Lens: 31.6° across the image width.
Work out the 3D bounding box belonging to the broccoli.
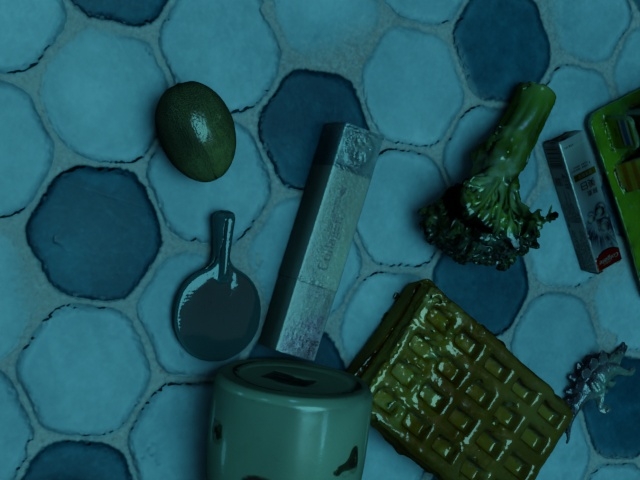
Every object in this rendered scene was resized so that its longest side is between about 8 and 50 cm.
[{"bbox_3d":[0.261,-0.102,1.625,0.165,0.145,0.304,32,69,-14],"label":"broccoli"}]

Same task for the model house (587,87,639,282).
[{"bbox_3d":[0.617,-0.070,1.687,0.242,0.313,0.357,-24,105,-20],"label":"model house"}]

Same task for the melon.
[{"bbox_3d":[-0.157,-0.137,1.426,0.098,0.098,0.130,-25,109,-22],"label":"melon"}]

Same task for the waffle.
[{"bbox_3d":[0.196,0.233,1.624,0.328,0.098,0.224,42,74,-23],"label":"waffle"}]

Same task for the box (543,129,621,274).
[{"bbox_3d":[0.401,-0.058,1.730,0.055,0.039,0.218,-27,105,-23],"label":"box"}]

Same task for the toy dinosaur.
[{"bbox_3d":[0.421,0.231,1.759,0.082,0.039,0.209,47,64,-18],"label":"toy dinosaur"}]

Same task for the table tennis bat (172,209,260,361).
[{"bbox_3d":[-0.132,0.060,1.488,0.124,0.033,0.201,1,96,-28],"label":"table tennis bat"}]

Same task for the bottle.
[{"bbox_3d":[-0.044,0.345,1.452,0.229,0.229,0.351,4,96,-26],"label":"bottle"}]

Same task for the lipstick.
[{"bbox_3d":[0.000,0.000,1.527,0.066,0.068,0.317,19,86,-26],"label":"lipstick"}]
